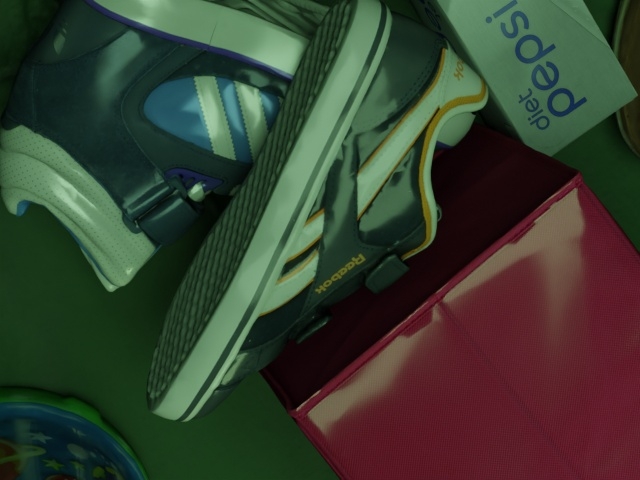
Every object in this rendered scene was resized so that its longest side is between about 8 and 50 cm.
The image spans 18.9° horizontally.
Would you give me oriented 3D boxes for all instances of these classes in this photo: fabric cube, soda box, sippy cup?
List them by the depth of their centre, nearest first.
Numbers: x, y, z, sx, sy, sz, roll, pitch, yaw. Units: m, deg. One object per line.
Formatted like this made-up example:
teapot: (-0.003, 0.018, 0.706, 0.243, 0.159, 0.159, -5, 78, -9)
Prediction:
sippy cup: (-0.215, 0.245, 1.359, 0.305, 0.224, 0.240, 24, 96, -18)
fabric cube: (0.121, 0.104, 1.392, 0.259, 0.254, 0.258, -40, 108, -2)
soda box: (0.114, -0.201, 1.406, 0.098, 0.091, 0.286, -34, 108, -4)

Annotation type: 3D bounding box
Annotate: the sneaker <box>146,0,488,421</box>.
sneaker: (0.000, 0.000, 1.292, 0.127, 0.126, 0.321, 25, 106, -19)

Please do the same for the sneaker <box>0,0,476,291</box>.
sneaker: (-0.073, -0.060, 1.390, 0.322, 0.130, 0.236, 18, 112, -25)

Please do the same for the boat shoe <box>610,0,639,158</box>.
boat shoe: (0.311, -0.204, 1.439, 0.123, 0.116, 0.324, 14, 99, -16)
